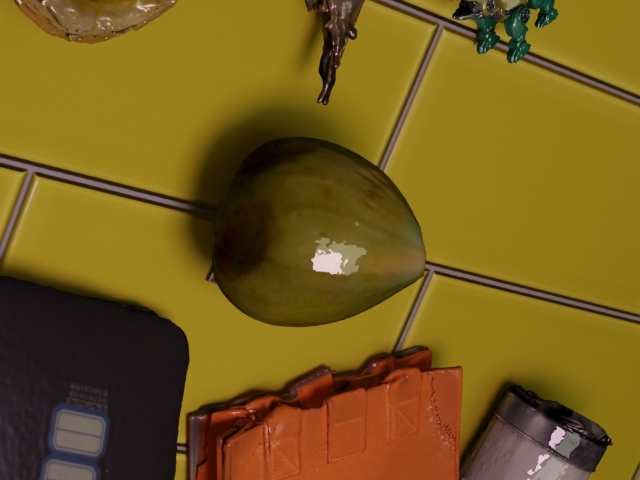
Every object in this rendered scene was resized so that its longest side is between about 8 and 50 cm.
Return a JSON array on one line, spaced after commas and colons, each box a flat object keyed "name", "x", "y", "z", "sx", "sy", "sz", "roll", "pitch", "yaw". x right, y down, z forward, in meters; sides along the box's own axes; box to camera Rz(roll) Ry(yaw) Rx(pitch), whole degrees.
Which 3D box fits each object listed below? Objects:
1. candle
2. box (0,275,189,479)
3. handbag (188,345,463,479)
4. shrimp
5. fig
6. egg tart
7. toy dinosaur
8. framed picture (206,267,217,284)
[{"name": "candle", "x": 0.303, "y": 0.394, "z": 2.315, "sx": 0.187, "sy": 0.187, "sz": 0.330, "roll": 25, "pitch": 97, "yaw": -40}, {"name": "box", "x": -0.315, "y": 0.233, "z": 1.765, "sx": 0.359, "sy": 0.091, "sz": 0.350, "roll": 18, "pitch": 74, "yaw": -48}, {"name": "handbag", "x": 0.010, "y": 0.329, "z": 2.125, "sx": 0.410, "sy": 0.116, "sz": 0.303, "roll": -13, "pitch": 116, "yaw": -31}, {"name": "shrimp", "x": 0.001, "y": -0.304, "z": 1.834, "sx": 0.117, "sy": 0.066, "sz": 0.262, "roll": 17, "pitch": 88, "yaw": -25}, {"name": "fig", "x": 0.000, "y": 0.000, "z": 1.843, "sx": 0.271, "sy": 0.239, "sz": 0.239, "roll": 18, "pitch": 104, "yaw": 2}, {"name": "egg tart", "x": -0.232, "y": -0.355, "z": 1.595, "sx": 0.288, "sy": 0.118, "sz": 0.288, "roll": -22, "pitch": 129, "yaw": -30}, {"name": "toy dinosaur", "x": 0.271, "y": -0.350, "z": 1.991, "sx": 0.259, "sy": 0.094, "sz": 0.153, "roll": -40, "pitch": 133, "yaw": -24}, {"name": "framed picture", "x": -0.056, "y": -0.017, "z": 1.969, "sx": 0.136, "sy": 0.010, "sz": 0.201, "roll": 21, "pitch": 99, "yaw": -41}]
